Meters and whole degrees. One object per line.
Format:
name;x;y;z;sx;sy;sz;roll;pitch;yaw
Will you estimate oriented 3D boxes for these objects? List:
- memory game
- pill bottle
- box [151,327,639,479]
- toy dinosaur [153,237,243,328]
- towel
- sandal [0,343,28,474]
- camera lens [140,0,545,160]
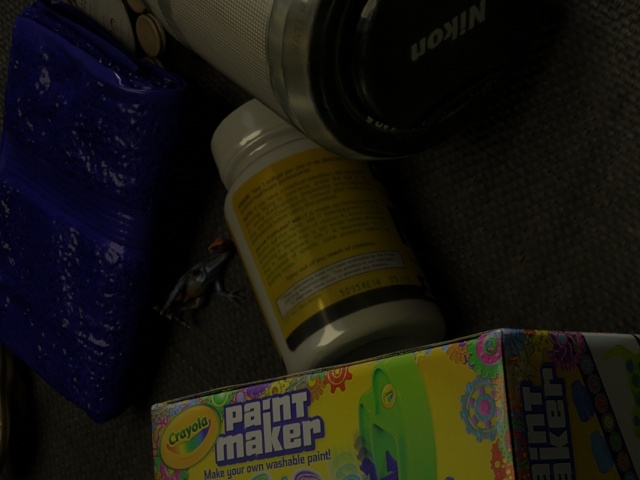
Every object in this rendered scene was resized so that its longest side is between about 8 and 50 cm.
memory game;-0.177;-0.180;1.585;0.186;0.012;0.186;39;141;41
pill bottle;0.000;0.000;1.358;0.119;0.119;0.208;-43;58;36
box;0.099;0.162;1.124;0.290;0.279;0.177;-16;75;45
toy dinosaur;-0.101;0.028;1.522;0.082;0.047;0.090;-57;37;3
towel;-0.214;-0.027;1.580;0.228;0.076;0.308;35;121;45
sandal;-0.294;0.143;1.713;0.072;0.049;0.180;-23;56;37
camera lens;0.003;-0.198;1.298;0.274;0.219;0.219;38;114;42
